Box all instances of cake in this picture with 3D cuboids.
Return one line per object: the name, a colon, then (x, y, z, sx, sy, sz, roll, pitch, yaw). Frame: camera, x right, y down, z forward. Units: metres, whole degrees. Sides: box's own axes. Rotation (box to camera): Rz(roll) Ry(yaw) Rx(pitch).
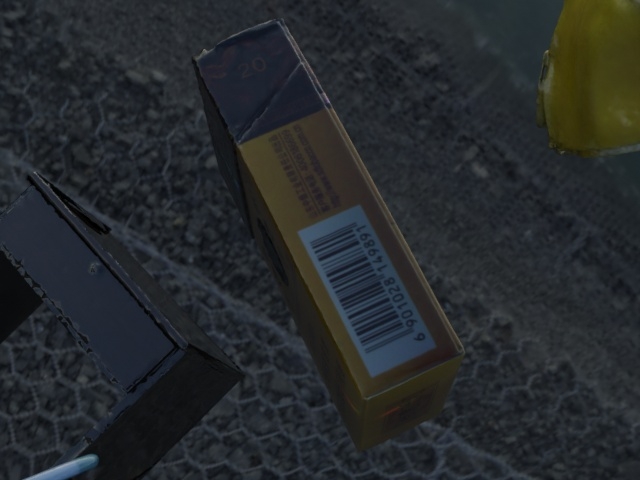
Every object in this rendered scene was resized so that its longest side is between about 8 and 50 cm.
cake: (0.181, -0.060, 0.511, 0.185, 0.116, 0.080, 32, 28, 21)

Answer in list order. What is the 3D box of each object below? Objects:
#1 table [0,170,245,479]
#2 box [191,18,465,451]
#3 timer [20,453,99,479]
table: (-0.277, 0.135, 1.062, 0.282, 0.196, 0.250, -44, 71, -3)
box: (0.000, -0.001, 1.141, 0.116, 0.264, 0.415, -25, 70, -7)
timer: (-0.255, 0.192, 0.545, 0.255, 0.175, 0.175, 9, 61, -29)
